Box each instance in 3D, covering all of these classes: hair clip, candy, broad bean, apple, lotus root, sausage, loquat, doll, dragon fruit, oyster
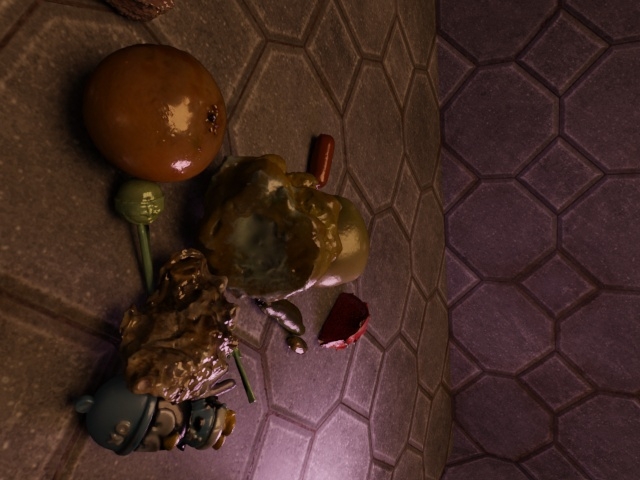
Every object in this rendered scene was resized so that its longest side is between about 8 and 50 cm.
[{"bbox_3d":[-0.307,0.367,1.071,0.278,0.090,0.137,-35,113,-54],"label":"hair clip"},{"bbox_3d":[-0.219,0.285,1.158,0.262,0.073,0.077,69,18,6],"label":"candy"},{"bbox_3d":[-0.115,0.221,1.412,0.339,0.061,0.077,47,60,-49],"label":"broad bean"},{"bbox_3d":[-0.020,0.005,1.361,0.234,0.295,0.257,-20,112,-27],"label":"apple"},{"bbox_3d":[-0.369,0.031,0.973,0.093,0.092,0.335,-38,132,-59],"label":"candy"},{"bbox_3d":[-0.072,0.344,1.501,0.049,0.054,0.099,-54,139,-13],"label":"lotus root"},{"bbox_3d":[0.003,-0.270,1.572,0.076,0.076,0.197,26,70,-57],"label":"sausage"},{"bbox_3d":[-0.312,-0.235,0.880,0.263,0.263,0.262,-6,97,-59],"label":"loquat"},{"bbox_3d":[-0.328,0.355,0.920,0.314,0.141,0.177,25,108,-29],"label":"doll"},{"bbox_3d":[0.112,0.328,1.705,0.274,0.161,0.126,-58,136,-43],"label":"dragon fruit"},{"bbox_3d":[-0.273,0.179,0.918,0.238,0.115,0.351,39,32,-9],"label":"oyster"}]

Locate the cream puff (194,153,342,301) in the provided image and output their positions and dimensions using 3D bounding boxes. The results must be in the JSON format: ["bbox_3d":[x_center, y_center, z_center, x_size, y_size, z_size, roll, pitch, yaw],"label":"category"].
[{"bbox_3d":[-0.121,-0.043,1.139,0.275,0.379,0.378,-71,154,-71],"label":"cream puff"}]

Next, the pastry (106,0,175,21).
[{"bbox_3d":[-0.395,-0.505,0.858,0.265,0.112,0.102,17,66,-70],"label":"pastry"}]
